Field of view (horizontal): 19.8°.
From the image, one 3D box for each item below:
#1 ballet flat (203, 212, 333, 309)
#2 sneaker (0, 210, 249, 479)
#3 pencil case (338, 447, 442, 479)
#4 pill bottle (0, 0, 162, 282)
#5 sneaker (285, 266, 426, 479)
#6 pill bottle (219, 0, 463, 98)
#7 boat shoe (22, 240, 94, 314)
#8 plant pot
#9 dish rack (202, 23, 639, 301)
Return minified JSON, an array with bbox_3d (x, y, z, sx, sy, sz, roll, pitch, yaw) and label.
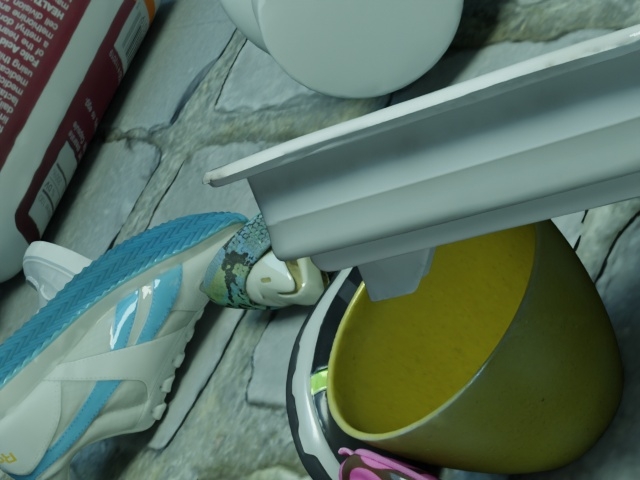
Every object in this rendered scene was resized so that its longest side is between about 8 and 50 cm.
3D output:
[{"bbox_3d":[0.000,0.000,1.084,0.188,0.070,0.070,-43,29,30],"label":"ballet flat"},{"bbox_3d":[-0.127,0.067,1.195,0.228,0.092,0.087,-41,20,-17],"label":"sneaker"},{"bbox_3d":[-0.001,0.197,0.819,0.098,0.095,0.209,27,81,33],"label":"pencil case"},{"bbox_3d":[-0.307,-0.102,1.528,0.224,0.224,0.392,-10,50,55],"label":"pill bottle"},{"bbox_3d":[0.056,0.028,0.928,0.097,0.084,0.235,-22,41,46],"label":"sneaker"},{"bbox_3d":[0.003,-0.214,1.206,0.169,0.169,0.301,-46,28,18],"label":"pill bottle"},{"bbox_3d":[-0.176,0.048,1.326,0.184,0.066,0.063,19,74,53],"label":"boat shoe"},{"bbox_3d":[0.083,0.054,0.839,0.134,0.095,0.134,-40,29,28],"label":"plant pot"},{"bbox_3d":[0.151,-0.059,0.712,0.333,0.072,0.285,-23,4,-41],"label":"dish rack"}]
